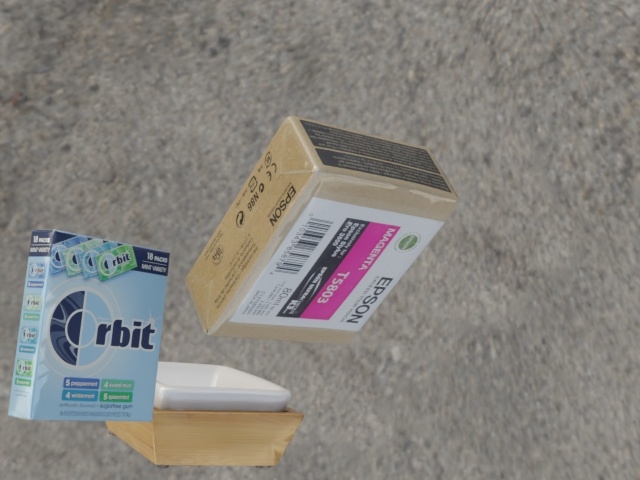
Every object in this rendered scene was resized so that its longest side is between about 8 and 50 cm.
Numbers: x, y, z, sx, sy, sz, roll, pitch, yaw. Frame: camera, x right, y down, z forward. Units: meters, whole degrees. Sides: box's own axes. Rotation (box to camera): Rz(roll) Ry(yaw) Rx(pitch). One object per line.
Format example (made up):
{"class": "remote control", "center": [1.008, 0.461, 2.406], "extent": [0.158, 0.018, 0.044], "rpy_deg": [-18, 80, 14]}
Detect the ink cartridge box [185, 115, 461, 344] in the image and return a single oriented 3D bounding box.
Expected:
{"class": "ink cartridge box", "center": [0.000, 0.000, 1.024], "extent": [0.193, 0.088, 0.235], "rpy_deg": [9, 129, -36]}

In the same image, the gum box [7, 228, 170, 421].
{"class": "gum box", "center": [-0.232, 0.091, 1.018], "extent": [0.041, 0.157, 0.184], "rpy_deg": [-1, 80, 39]}

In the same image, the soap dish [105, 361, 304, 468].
{"class": "soap dish", "center": [-0.191, 0.256, 1.481], "extent": [0.229, 0.291, 0.118], "rpy_deg": [7, 89, -28]}
